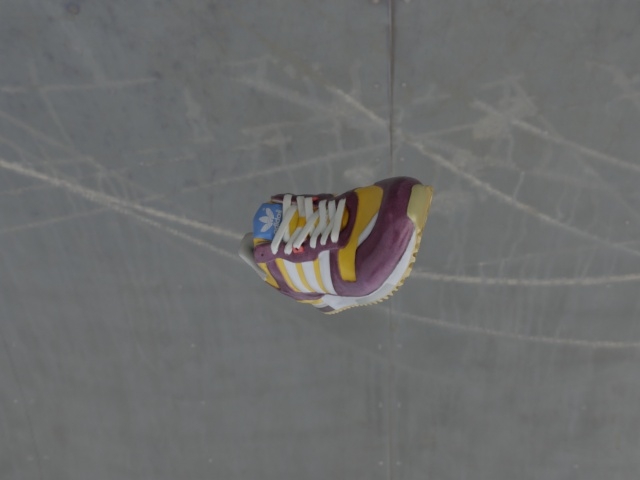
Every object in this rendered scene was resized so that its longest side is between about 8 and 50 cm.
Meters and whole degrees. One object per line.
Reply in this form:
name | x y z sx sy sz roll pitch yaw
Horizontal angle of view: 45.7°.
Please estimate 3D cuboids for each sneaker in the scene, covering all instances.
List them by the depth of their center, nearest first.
sneaker | 0.000 0.000 0.481 0.084 0.069 0.185 24 155 -12
